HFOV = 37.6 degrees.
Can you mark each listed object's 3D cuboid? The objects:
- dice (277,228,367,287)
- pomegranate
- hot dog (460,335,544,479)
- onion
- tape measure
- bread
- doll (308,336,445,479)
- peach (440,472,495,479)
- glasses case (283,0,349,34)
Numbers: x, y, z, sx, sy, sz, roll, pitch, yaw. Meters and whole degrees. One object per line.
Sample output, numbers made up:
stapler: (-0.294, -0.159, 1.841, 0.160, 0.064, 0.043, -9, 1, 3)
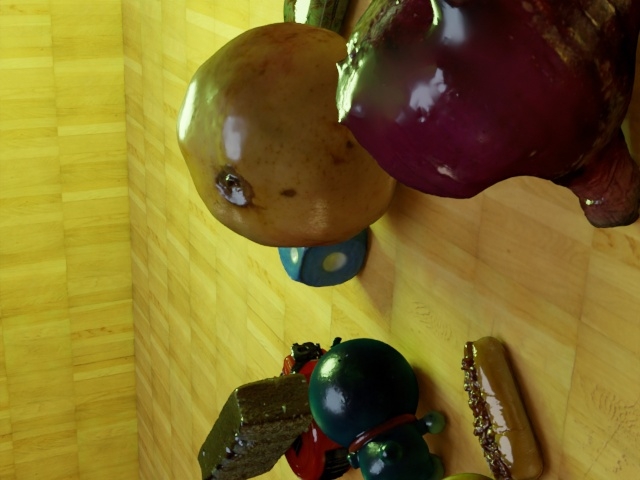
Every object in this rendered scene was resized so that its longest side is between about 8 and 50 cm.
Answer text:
dice: (0.000, 0.000, 1.853, 0.146, 0.146, 0.143, 62, 147, 39)
pomegranate: (-0.036, -0.182, 1.645, 0.411, 0.411, 0.412, 173, 90, -66)
hot dog: (0.268, 0.268, 1.427, 0.102, 0.076, 0.249, -44, 56, 57)
onion: (0.251, -0.181, 1.100, 0.420, 0.398, 0.398, 41, 152, -5)
tape measure: (-0.017, 0.391, 2.040, 0.253, 0.114, 0.260, 106, 147, -42)
bread: (-0.144, 0.415, 2.000, 0.417, 0.165, 0.113, 119, 139, -55)
doll: (0.096, 0.304, 1.673, 0.322, 0.198, 0.186, 56, 175, 31)
peach: (0.217, 0.456, 1.449, 0.197, 0.197, 0.198, 173, 90, -66)
glasses case: (0.013, -0.538, 1.726, 0.156, 0.098, 0.425, 57, 145, 37)
